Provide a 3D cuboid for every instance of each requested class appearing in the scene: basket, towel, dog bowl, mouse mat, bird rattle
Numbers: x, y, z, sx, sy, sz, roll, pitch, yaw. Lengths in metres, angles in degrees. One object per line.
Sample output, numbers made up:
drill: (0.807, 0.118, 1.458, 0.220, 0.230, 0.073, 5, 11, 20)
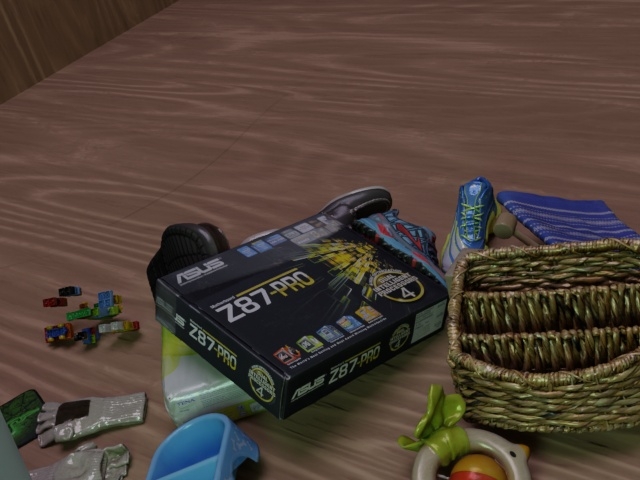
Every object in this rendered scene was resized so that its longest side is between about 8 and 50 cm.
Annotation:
basket: (0.334, 0.136, 1.421, 0.299, 0.223, 0.213, -3, 18, 21)
towel: (0.475, -0.005, 1.692, 0.243, 0.040, 0.336, 7, 23, -23)
dog bowl: (-0.185, 0.362, 1.445, 0.166, 0.074, 0.297, -24, 21, 13)
mouse mat: (-0.583, 0.347, 1.788, 0.189, 0.007, 0.152, -31, 33, -21)
bird rattle: (0.181, 0.325, 1.332, 0.207, 0.143, 0.253, 10, 40, 12)

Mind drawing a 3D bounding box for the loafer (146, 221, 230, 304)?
loafer: (-0.233, 0.038, 1.874, 0.130, 0.134, 0.366, -16, -5, -25)

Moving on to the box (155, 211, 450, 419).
box: (-0.025, 0.109, 1.651, 0.395, 0.097, 0.318, -22, 41, -39)

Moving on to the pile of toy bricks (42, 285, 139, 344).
pile of toy bricks: (-0.451, 0.148, 1.977, 0.212, 0.118, 0.105, -12, -10, 29)

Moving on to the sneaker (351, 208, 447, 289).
sneaker: (0.177, 0.021, 1.802, 0.125, 0.104, 0.262, -28, 53, -27)

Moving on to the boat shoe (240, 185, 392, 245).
boat shoe: (0.000, 0.000, 1.982, 0.335, 0.112, 0.095, -23, 48, 0)

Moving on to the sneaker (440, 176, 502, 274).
sneaker: (0.276, -0.036, 1.866, 0.091, 0.126, 0.240, -1, 33, 25)

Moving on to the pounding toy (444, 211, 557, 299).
pounding toy: (0.301, 0.063, 1.613, 0.181, 0.206, 0.094, 4, 37, 32)

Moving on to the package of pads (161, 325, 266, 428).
package of pads: (-0.167, 0.194, 1.735, 0.229, 0.101, 0.296, -18, 30, -2)

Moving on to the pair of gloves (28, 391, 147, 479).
pair of gloves: (-0.408, 0.344, 1.670, 0.204, 0.042, 0.240, -10, 32, 11)

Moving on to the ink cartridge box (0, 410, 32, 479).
ink cartridge box: (-0.626, 0.398, 1.463, 0.395, 0.270, 0.151, -4, 27, 21)
